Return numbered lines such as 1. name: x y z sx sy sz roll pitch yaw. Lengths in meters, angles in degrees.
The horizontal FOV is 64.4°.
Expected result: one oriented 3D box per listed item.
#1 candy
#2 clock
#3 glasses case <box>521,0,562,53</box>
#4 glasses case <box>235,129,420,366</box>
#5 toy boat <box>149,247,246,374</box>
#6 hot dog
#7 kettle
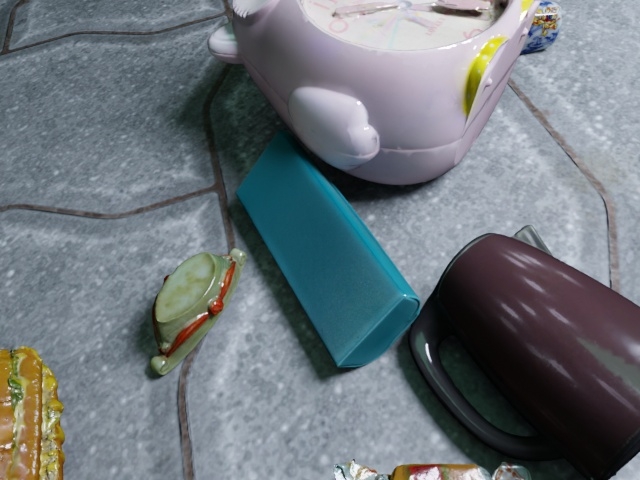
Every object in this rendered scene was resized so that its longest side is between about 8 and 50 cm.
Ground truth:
1. candy: 0.103 0.232 0.469 0.181 0.047 0.053 1 51 4
2. clock: 0.067 -0.257 0.708 0.376 0.251 0.368 29 64 20
3. glasses case: 0.263 -0.347 0.838 0.247 0.087 0.065 1 67 10
4. glasses case: 0.001 -0.001 0.624 0.117 0.070 0.301 -50 50 23
5. toy boat: -0.151 0.071 0.614 0.089 0.071 0.185 21 61 21
6. hot dog: -0.305 0.224 0.501 0.072 0.115 0.269 -30 56 11
7. kettle: 0.210 0.110 0.501 0.202 0.144 0.232 -52 49 9
